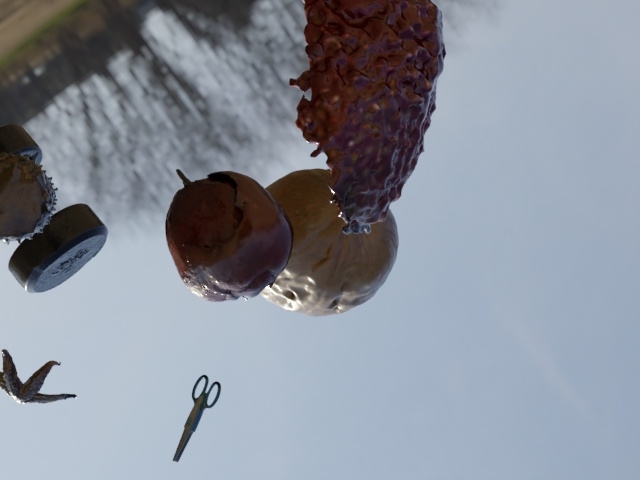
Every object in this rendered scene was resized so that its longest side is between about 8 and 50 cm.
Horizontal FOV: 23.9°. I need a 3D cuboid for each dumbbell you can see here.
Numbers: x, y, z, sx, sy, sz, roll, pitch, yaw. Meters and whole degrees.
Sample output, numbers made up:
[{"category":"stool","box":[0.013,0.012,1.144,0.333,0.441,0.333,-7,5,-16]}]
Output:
[{"category":"dumbbell","box":[-0.433,-0.045,2.208,0.152,0.218,0.152,-40,169,-9]}]

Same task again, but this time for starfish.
[{"category":"starfish","box":[-0.365,0.186,1.903,0.133,0.130,0.041,-25,-138,47]}]

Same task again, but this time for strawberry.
[{"category":"strawberry","box":[0.059,-0.136,1.380,0.138,0.233,0.306,-17,-127,10]}]

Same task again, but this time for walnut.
[{"category":"walnut","box":[0.000,0.000,1.908,0.195,0.195,0.221,-40,178,-25]}]

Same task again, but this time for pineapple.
[{"category":"pineapple","box":[-0.383,-0.053,1.890,0.125,0.125,0.251,-36,-174,-1]}]

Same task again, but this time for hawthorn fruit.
[{"category":"hawthorn fruit","box":[-0.110,-0.013,1.714,0.148,0.172,0.148,-30,177,-2]}]

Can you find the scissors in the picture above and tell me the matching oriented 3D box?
[{"category":"scissors","box":[-0.166,0.235,1.973,0.058,0.014,0.119,22,-93,51]}]
